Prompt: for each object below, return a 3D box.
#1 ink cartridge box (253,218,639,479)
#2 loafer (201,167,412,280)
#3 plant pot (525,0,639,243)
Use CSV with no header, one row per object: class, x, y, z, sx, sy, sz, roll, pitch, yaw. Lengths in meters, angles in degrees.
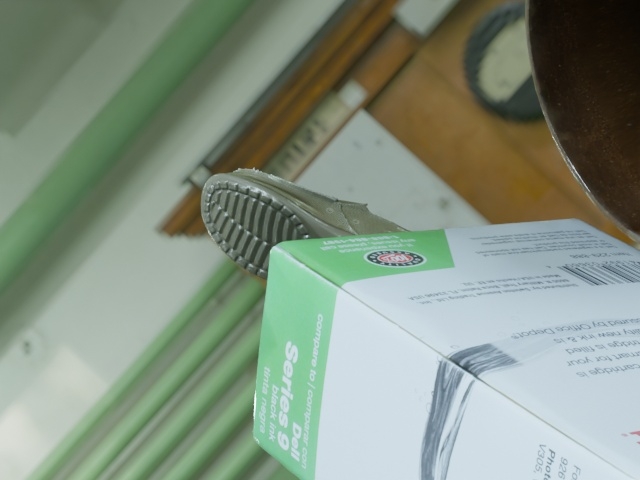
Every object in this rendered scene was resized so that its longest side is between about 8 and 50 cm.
ink cartridge box,0.129,0.094,0.841,0.211,0.289,0.122,-3,-69,-32
loafer,0.000,0.000,1.009,0.050,0.148,0.056,-47,-19,-59
plant pot,0.276,-0.127,1.021,0.230,0.215,0.215,-21,-14,-24
